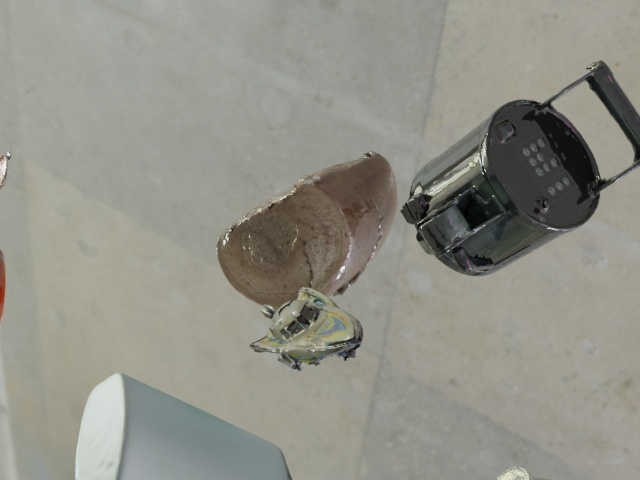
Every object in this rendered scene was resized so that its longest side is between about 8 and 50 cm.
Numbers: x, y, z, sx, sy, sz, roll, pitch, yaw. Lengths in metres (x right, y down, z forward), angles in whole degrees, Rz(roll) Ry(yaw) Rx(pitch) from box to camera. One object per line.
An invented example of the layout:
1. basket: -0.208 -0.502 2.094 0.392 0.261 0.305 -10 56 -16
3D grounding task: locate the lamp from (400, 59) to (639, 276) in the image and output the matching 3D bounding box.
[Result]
1. lamp: 0.274 -0.076 1.517 0.205 0.374 0.272 57 163 3

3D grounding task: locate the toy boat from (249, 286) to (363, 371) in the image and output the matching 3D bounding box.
1. toy boat: -0.003 0.086 0.952 0.066 0.084 0.210 49 164 -12

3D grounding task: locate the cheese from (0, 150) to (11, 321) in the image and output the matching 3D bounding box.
1. cheese: -0.385 0.020 1.167 0.106 0.037 0.256 -25 57 47

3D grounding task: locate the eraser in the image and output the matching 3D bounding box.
1. eraser: -0.160 0.300 1.257 0.104 0.189 0.290 -30 134 30

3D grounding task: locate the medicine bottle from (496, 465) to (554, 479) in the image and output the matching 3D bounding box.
1. medicine bottle: 0.457 0.562 2.153 0.132 0.088 0.188 -14 134 42

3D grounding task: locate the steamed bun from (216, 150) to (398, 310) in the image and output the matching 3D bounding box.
1. steamed bun: 0.000 0.000 1.719 0.301 0.251 0.199 -31 85 38
